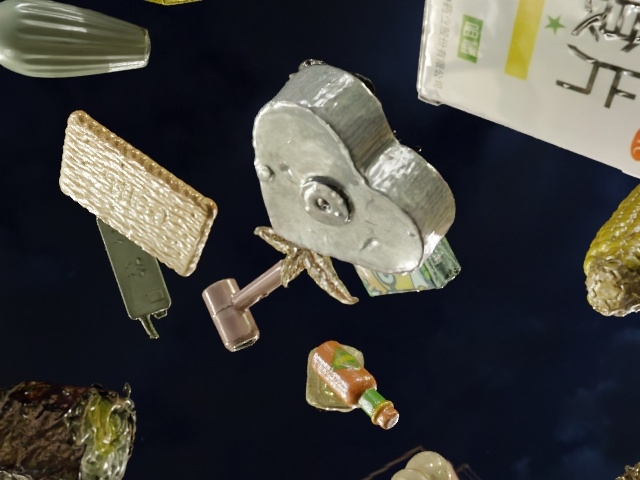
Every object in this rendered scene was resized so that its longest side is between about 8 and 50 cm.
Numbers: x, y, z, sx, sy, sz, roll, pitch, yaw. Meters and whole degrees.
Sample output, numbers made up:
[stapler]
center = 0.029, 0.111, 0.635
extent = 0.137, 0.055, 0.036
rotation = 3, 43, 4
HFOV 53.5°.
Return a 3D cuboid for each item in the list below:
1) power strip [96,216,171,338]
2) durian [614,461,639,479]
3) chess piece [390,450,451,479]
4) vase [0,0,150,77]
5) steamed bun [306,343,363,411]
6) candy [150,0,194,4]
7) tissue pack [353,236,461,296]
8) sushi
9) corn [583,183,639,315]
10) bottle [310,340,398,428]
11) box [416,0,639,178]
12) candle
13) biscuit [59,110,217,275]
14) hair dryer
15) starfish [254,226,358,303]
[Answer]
[power strip]
center = -0.388, 0.070, 1.349
extent = 0.093, 0.053, 0.288
rotation = -19, -90, -16
[durian]
center = 0.167, 0.128, 0.276
extent = 0.080, 0.080, 0.091
rotation = 13, -45, -23
[chess piece]
center = 0.181, 0.540, 1.312
extent = 0.261, 0.142, 0.143
rotation = -30, -49, -40
[vase]
center = -0.419, -0.341, 1.085
extent = 0.248, 0.128, 0.128
rotation = 1, -61, -15
[steamed bun]
center = 0.024, 0.360, 1.599
extent = 0.140, 0.172, 0.155
rotation = 13, -33, -6
[candy]
center = -0.269, -0.532, 1.018
extent = 0.088, 0.146, 0.276
rotation = -25, -52, -35
[tissue pack]
center = 0.210, 0.030, 1.765
extent = 0.128, 0.311, 0.228
rotation = -32, -81, -31
[sushi]
center = -0.639, 0.492, 1.577
extent = 0.294, 0.281, 0.299
rotation = -3, -15, 13
[corn]
center = 0.418, -0.013, 0.773
extent = 0.322, 0.119, 0.119
rotation = -36, -50, -35
[bottle]
center = 0.061, 0.248, 1.079
extent = 0.069, 0.187, 0.069
rotation = -24, -47, -29
[box]
center = 0.172, -0.217, 0.339
extent = 0.145, 0.173, 0.333
rotation = -47, -29, -34
[candle]
center = 0.014, -0.050, 0.561
extent = 0.192, 0.168, 0.068
rotation = 48, -123, -9
[biscuit]
center = -0.266, -0.065, 0.914
extent = 0.249, 0.030, 0.160
rotation = 34, -48, 5
[hair dryer]
center = -0.169, 0.150, 1.720
extent = 0.344, 0.189, 0.107
rotation = -37, -18, 32
[starfish]
center = -0.003, -0.003, 1.195
extent = 0.231, 0.295, 0.048
rotation = -55, -42, 4
